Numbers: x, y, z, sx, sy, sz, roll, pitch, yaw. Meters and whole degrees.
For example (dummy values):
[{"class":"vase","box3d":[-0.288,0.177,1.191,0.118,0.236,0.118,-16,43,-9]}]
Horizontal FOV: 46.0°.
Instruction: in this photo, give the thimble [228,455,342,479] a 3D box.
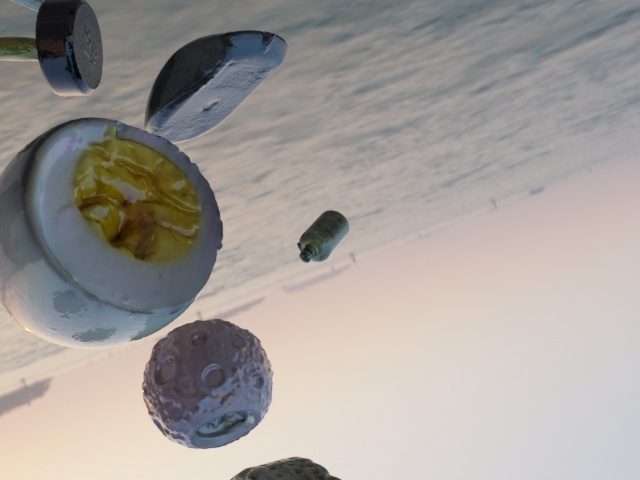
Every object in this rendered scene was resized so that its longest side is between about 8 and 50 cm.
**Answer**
[{"class":"thimble","box3d":[-0.075,0.601,1.579,0.195,0.292,0.291,0,166,-36]}]

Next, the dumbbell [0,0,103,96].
[{"class":"dumbbell","box3d":[-0.635,-0.397,1.560,0.322,0.204,0.204,-1,178,2]}]

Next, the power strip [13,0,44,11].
[{"class":"power strip","box3d":[-0.745,-0.604,1.837,0.191,0.048,0.030,16,131,-44]}]

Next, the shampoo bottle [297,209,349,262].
[{"class":"shampoo bottle","box3d":[0.000,0.000,1.669,0.079,0.079,0.162,-22,-163,37]}]

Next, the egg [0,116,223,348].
[{"class":"egg","box3d":[-0.392,0.018,1.251,0.339,0.355,0.354,-30,172,41]}]

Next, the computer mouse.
[{"class":"computer mouse","box3d":[-0.220,-0.320,1.477,0.371,0.122,0.188,-30,170,37]}]

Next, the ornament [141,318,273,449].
[{"class":"ornament","box3d":[-0.222,0.272,1.475,0.259,0.225,0.259,-17,146,-12]}]
